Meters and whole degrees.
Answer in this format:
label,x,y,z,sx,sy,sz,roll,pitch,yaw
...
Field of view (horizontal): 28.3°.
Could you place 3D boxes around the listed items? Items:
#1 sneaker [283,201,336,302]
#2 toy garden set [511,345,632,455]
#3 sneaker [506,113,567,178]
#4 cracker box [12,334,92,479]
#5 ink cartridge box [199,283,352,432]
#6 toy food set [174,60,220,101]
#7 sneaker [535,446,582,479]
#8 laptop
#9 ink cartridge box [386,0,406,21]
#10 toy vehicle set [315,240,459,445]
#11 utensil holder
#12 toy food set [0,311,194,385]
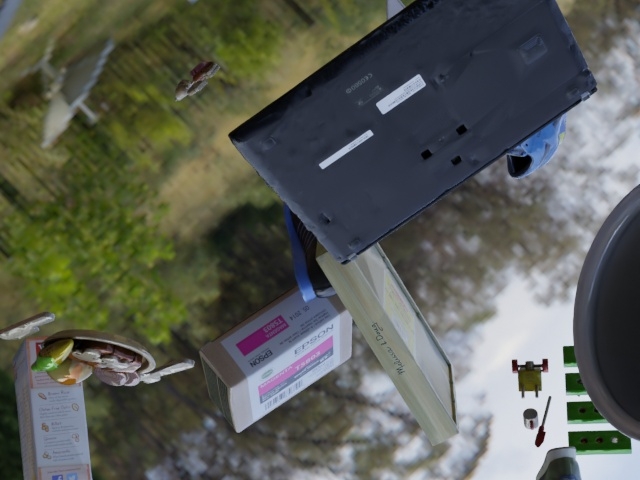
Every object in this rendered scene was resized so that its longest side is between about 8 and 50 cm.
label,x,y,z,sx,sy,sz,roll,pitch,yaw
sneaker,0.000,0.000,1.942,0.091,0.081,0.232,-16,-136,4
toy garden set,0.451,0.297,2.304,0.244,0.204,0.049,-82,164,-46
sneaker,0.252,-0.147,1.526,0.082,0.069,0.209,-48,154,-19
cracker box,-0.321,0.239,1.528,0.067,0.232,0.156,-5,168,-20
ink cartridge box,-0.065,0.175,1.992,0.235,0.088,0.193,-33,156,-16
toy food set,-0.189,-0.248,1.935,0.078,0.019,0.122,-51,-163,-23
sneaker,0.390,0.410,2.064,0.064,0.086,0.192,-6,147,1
laptop,0.071,-0.104,0.960,0.234,0.136,0.264,-35,137,6
ink cartridge box,0.124,-0.299,1.801,0.181,0.056,0.224,32,59,-81
toy vehicle set,0.080,0.088,1.472,0.035,0.266,0.166,-28,-163,13
utensil holder,0.557,0.108,1.525,0.328,0.386,0.327,-35,-131,52
toy food set,-0.242,0.132,1.369,0.132,0.192,0.038,-23,-128,50
